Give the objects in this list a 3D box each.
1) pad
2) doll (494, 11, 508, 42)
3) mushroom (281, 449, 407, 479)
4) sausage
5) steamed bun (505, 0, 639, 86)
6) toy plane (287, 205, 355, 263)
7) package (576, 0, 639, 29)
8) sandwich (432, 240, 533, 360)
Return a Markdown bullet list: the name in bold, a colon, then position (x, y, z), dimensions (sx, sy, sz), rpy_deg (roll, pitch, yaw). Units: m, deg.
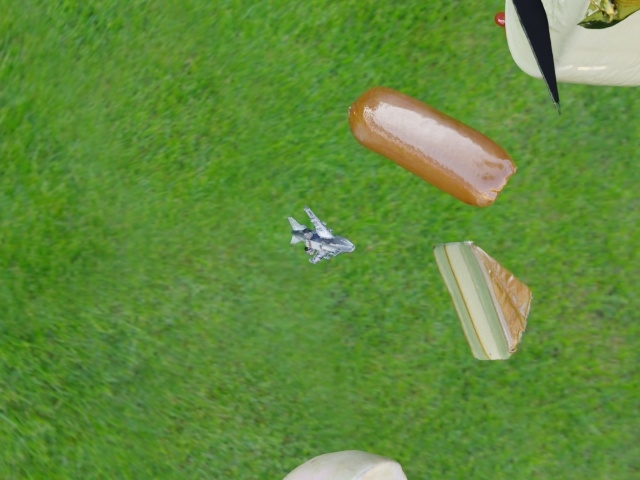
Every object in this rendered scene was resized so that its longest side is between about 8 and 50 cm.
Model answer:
- **pad**: position (0.135, -0.161, 0.800), dimensions (0.003, 0.157, 0.112), rpy_deg (-19, 120, 18)
- **doll**: position (0.334, -0.283, 1.618), dimensions (0.183, 0.217, 0.085), rpy_deg (-61, 142, -46)
- **mushroom**: position (0.010, 0.371, 1.820), dimensions (0.236, 0.162, 0.173), rpy_deg (17, 97, -52)
- **sausage**: position (0.119, -0.106, 1.330), dimensions (0.197, 0.076, 0.076), rpy_deg (30, 77, 16)
- **steamed bun**: position (0.308, -0.280, 1.264), dimensions (0.200, 0.250, 0.155), rpy_deg (-5, 57, -26)
- **toy plane**: position (0.000, 0.000, 1.343), dimensions (0.031, 0.083, 0.078), rpy_deg (-43, 141, -35)
- **package**: position (0.273, -0.246, 0.874), dimensions (0.226, 0.168, 0.090), rpy_deg (-30, 66, 9)
- **sandwich**: position (0.221, 0.087, 1.738), dimensions (0.163, 0.079, 0.113), rpy_deg (37, 59, -38)
